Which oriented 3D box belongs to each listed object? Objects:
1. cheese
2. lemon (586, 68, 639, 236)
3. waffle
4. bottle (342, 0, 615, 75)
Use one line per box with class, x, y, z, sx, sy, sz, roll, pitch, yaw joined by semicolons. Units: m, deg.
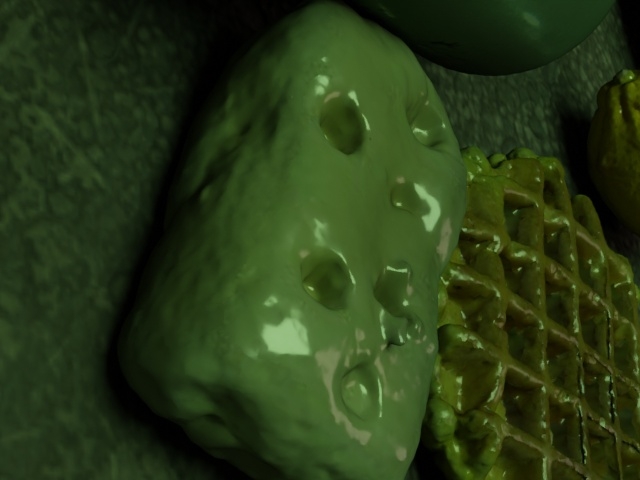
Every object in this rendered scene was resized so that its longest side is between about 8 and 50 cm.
cheese;0.002;-0.001;0.743;0.159;0.093;0.263;44;42;-35
lemon;0.256;-0.061;1.100;0.155;0.114;0.114;51;39;-19
waffle;0.143;0.084;0.927;0.281;0.058;0.300;53;38;-25
bottle;0.054;-0.190;0.770;0.347;0.168;0.168;9;67;-69
